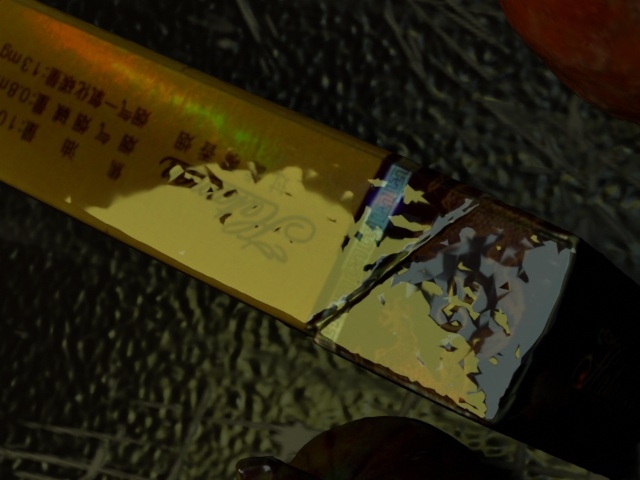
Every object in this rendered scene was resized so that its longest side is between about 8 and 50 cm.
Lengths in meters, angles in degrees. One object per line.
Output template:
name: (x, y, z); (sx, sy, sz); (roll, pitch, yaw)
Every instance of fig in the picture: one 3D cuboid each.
fig: (0.039, 0.171, 1.169); (0.148, 0.202, 0.149); (23, 52, 13)

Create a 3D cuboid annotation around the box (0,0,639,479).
box: (0.001, 0.000, 1.168); (0.415, 0.264, 0.115); (26, 87, 26)

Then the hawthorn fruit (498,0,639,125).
hawthorn fruit: (0.199, -0.191, 1.161); (0.272, 0.242, 0.242); (30, 90, 48)
